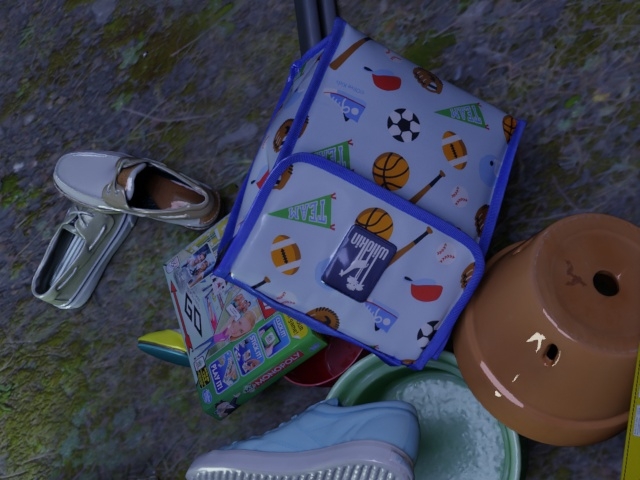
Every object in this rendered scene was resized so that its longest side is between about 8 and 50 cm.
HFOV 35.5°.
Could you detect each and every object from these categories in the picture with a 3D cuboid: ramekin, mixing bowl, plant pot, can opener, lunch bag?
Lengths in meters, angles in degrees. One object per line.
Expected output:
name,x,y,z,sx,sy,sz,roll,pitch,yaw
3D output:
ramekin,0.154,0.305,1.445,0.303,0.148,0.303,-4,81,23
mixing bowl,0.024,0.155,1.537,0.181,0.098,0.181,-19,53,27
plant pot,0.337,0.099,1.299,0.291,0.203,0.291,4,61,-7
can opener,-0.019,-0.412,1.682,0.093,0.074,0.280,-30,66,53
lunch bag,0.065,-0.053,1.366,0.328,0.239,0.385,27,69,-12

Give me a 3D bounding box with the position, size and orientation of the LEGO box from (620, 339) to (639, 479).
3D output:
LEGO box,0.561,0.202,1.152,0.193,0.372,0.500,0,80,63

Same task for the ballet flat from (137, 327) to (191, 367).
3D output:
ballet flat,-0.192,0.182,1.662,0.231,0.077,0.077,17,68,22

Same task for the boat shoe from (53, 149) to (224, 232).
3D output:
boat shoe,-0.312,-0.097,1.683,0.302,0.103,0.113,12,76,6

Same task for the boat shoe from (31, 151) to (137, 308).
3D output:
boat shoe,-0.408,-0.017,1.763,0.109,0.094,0.302,24,91,24

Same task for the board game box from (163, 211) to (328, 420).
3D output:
board game box,-0.129,0.098,1.591,0.213,0.046,0.317,-37,47,14

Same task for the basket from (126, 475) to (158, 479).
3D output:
basket,-0.412,0.568,1.583,0.328,0.266,0.331,-20,74,19

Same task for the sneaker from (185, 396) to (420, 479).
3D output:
sneaker,-0.017,0.297,1.389,0.366,0.150,0.135,-10,123,31
